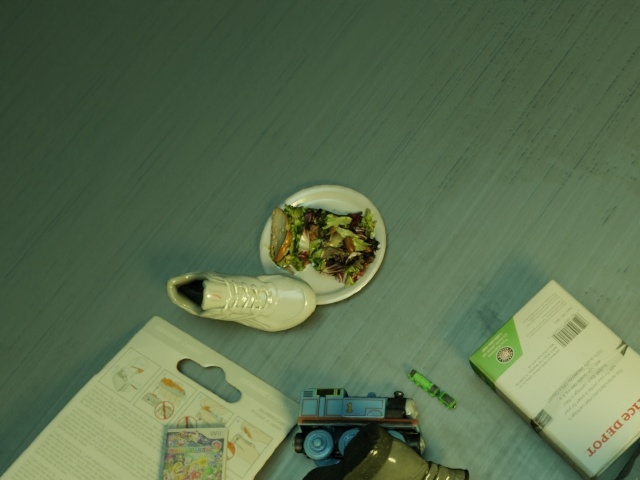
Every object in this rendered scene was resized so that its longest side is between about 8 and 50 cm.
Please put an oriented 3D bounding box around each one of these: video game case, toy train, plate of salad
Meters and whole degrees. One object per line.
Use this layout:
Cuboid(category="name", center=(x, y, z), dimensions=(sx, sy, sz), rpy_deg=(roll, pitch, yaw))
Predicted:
Cuboid(category="video game case", center=(-0.174, 0.316, 1.251), dimensions=(0.087, 0.011, 0.122), rpy_deg=(-3, 53, 4))
Cuboid(category="toy train", center=(0.156, 0.207, 1.274), dimensions=(0.083, 0.023, 0.017), rpy_deg=(35, 80, 24))
Cuboid(category="toy train", center=(0.053, 0.258, 1.251), dimensions=(0.184, 0.080, 0.105), rpy_deg=(-2, 61, 13))
Cuboid(category="plate of salad", center=(0.000, 0.000, 1.388), dimensions=(0.200, 0.048, 0.200), rpy_deg=(-5, 66, 12))

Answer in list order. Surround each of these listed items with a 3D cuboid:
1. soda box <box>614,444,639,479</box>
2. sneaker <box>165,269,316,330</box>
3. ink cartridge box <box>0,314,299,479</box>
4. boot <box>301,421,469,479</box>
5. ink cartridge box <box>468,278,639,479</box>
Cuboid(category="soda box", center=(0.388, 0.327, 1.146), dimensions=(0.053, 0.060, 0.169), rpy_deg=(36, 79, 23))
Cuboid(category="sneaker", center=(-0.124, 0.088, 1.338), dimensions=(0.232, 0.115, 0.090), rpy_deg=(1, 86, 18))
Cuboid(category="ink cartridge box", center=(-0.248, 0.330, 1.311), dimensions=(0.308, 0.091, 0.385), rpy_deg=(28, 60, 23))
Cuboid(category="boot", center=(0.069, 0.349, 1.188), dimensions=(0.246, 0.161, 0.083), rpy_deg=(-47, 18, 34))
Cuboid(category="ink cartridge box", center=(0.331, 0.187, 1.200), dimensions=(0.160, 0.092, 0.219), rpy_deg=(-42, 65, -5))
